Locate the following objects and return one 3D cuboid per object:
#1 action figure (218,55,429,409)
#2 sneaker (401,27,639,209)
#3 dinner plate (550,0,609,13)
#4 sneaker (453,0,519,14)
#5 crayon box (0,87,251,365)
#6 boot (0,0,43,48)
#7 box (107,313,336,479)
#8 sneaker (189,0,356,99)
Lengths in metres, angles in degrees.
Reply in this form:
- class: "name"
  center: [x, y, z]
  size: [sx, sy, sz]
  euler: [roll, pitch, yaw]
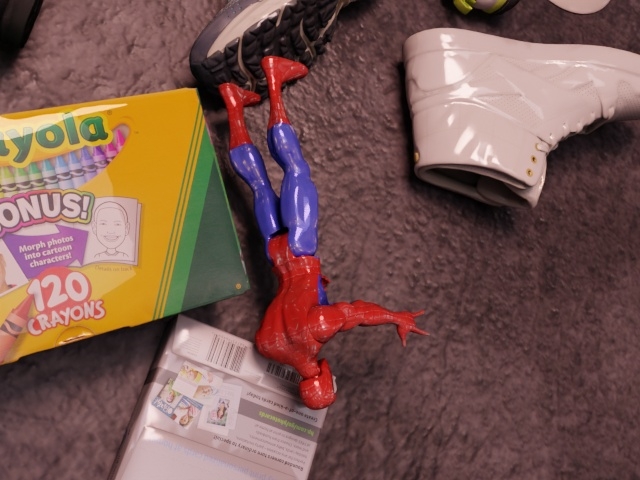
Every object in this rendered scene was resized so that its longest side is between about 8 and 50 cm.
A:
- class: "action figure"
  center: [0.000, 0.000, 0.677]
  size: [0.139, 0.091, 0.280]
  euler: [11, 65, -46]
- class: "sneaker"
  center: [0.223, -0.106, 0.812]
  size: [0.292, 0.108, 0.169]
  euler: [3, 75, -12]
- class: "dinner plate"
  center: [0.296, -0.335, 0.956]
  size: [0.141, 0.017, 0.141]
  euler: [7, 70, -21]
- class: "sneaker"
  center: [0.164, -0.354, 0.867]
  size: [0.097, 0.084, 0.235]
  euler: [2, 74, -21]
- class: "crayon box"
  center: [-0.206, -0.005, 0.582]
  size: [0.278, 0.081, 0.165]
  euler: [-15, 91, -30]
- class: "boot"
  center: [-0.309, -0.282, 0.636]
  size: [0.207, 0.094, 0.247]
  euler: [13, 63, -23]
- class: "box"
  center: [-0.081, 0.170, 0.630]
  size: [0.145, 0.038, 0.186]
  euler: [24, 66, -15]
- class: "sneaker"
  center: [-0.033, -0.242, 0.756]
  size: [0.122, 0.110, 0.283]
  euler: [36, 65, 16]
